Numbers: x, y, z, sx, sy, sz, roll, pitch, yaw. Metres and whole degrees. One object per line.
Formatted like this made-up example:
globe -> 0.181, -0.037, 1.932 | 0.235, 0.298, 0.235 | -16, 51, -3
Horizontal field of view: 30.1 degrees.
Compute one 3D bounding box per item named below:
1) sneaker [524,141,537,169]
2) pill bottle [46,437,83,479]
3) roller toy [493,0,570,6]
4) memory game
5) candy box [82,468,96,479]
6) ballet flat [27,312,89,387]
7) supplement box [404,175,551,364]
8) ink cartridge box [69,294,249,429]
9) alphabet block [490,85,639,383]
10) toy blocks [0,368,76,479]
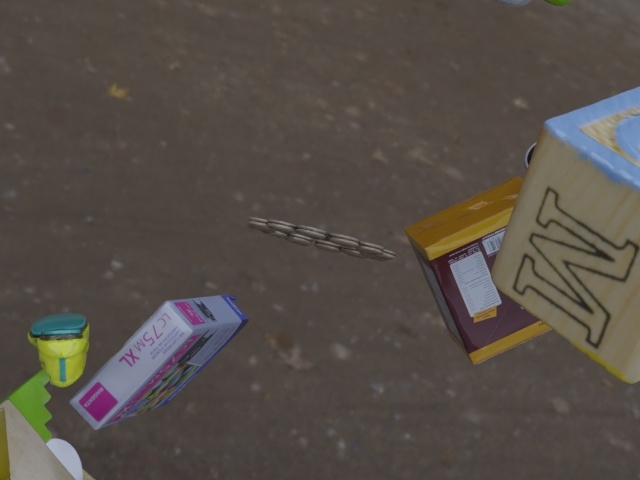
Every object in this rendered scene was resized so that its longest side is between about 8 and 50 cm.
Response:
sneaker -> 0.379, -0.107, 1.596 | 0.234, 0.084, 0.097 | 17, -16, 32
pill bottle -> -0.392, 0.284, 1.418 | 0.216, 0.121, 0.121 | -8, 12, 33
roller toy -> 0.183, -0.345, 1.178 | 0.209, 0.146, 0.191 | 15, 42, -45
memory game -> 0.000, 0.000, 1.430 | 0.186, 0.012, 0.186 | 13, -5, 1
candy box -> -0.321, 0.419, 1.560 | 0.183, 0.088, 0.316 | -44, 42, -21
ballet flat -> -0.322, 0.138, 1.476 | 0.077, 0.077, 0.231 | -5, 3, -12
supplement box -> 0.256, 0.042, 1.734 | 0.191, 0.194, 0.129 | -25, 17, -3
ink cartridge box -> -0.204, 0.158, 1.625 | 0.065, 0.186, 0.311 | 46, 8, 7
alphabet block -> 0.316, -0.011, 1.178 | 0.192, 0.197, 0.193 | -20, 47, -38
toy blocks -> -0.252, 0.304, 0.849 | 0.261, 0.190, 0.381 | 52, 35, -5
